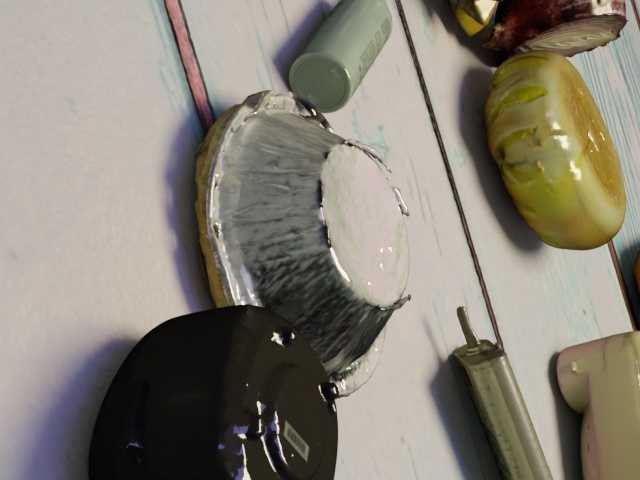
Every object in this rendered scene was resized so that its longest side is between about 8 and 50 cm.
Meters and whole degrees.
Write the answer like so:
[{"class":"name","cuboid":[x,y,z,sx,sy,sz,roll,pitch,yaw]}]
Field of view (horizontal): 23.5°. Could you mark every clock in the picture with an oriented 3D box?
[{"class":"clock","cuboid":[0.357,0.258,1.600,0.309,0.114,0.284,32,47,-53]}]

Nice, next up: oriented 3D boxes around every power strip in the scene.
[{"class":"power strip","cuboid":[0.169,0.180,1.348,0.092,0.034,0.268,-135,-156,-81]}]

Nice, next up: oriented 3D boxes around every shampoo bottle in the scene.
[{"class":"shampoo bottle","cuboid":[0.028,-0.174,1.306,0.056,0.056,0.195,61,30,-20]}]

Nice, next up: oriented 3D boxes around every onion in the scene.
[{"class":"onion","cuboid":[0.231,-0.245,1.588,0.151,0.206,0.098,-6,83,-20]}]

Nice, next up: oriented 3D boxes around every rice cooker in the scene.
[{"class":"rice cooker","cuboid":[-0.061,0.128,0.922,0.142,0.118,0.203,53,31,-33]}]

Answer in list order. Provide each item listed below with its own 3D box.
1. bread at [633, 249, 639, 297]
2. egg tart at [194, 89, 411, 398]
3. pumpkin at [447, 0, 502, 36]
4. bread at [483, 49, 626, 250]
[{"class":"bread","cuboid":[0.470,0.169,1.847,0.185,0.109,0.380,-9,85,-69]},{"class":"egg tart","cuboid":[0.000,0.000,1.126,0.234,0.094,0.234,32,51,-50]},{"class":"pumpkin","cuboid":[0.144,-0.328,1.564,0.149,0.130,0.254,30,56,-8]},{"class":"bread","cuboid":[0.235,-0.091,1.571,0.213,0.104,0.213,39,40,-43]}]
